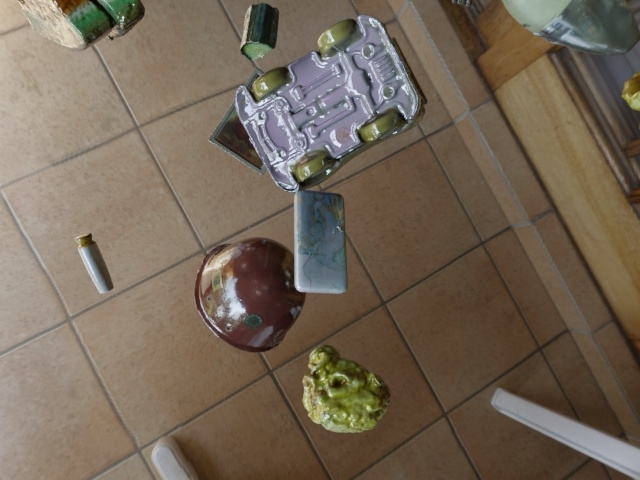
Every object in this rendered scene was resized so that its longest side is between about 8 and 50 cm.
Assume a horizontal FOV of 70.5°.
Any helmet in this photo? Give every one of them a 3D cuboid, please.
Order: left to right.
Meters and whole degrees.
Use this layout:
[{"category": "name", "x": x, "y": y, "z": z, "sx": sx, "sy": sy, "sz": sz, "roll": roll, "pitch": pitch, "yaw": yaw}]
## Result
[{"category": "helmet", "x": -0.170, "y": 0.116, "z": 1.354, "sx": 0.338, "sy": 0.230, "sz": 0.384, "roll": 27, "pitch": 43, "yaw": -28}]

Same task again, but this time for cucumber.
[{"category": "cucumber", "x": -0.157, "y": -0.505, "z": 1.103, "sx": 0.062, "sy": 0.116, "sz": 0.115, "roll": 19, "pitch": 72, "yaw": -38}]

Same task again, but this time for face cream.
[{"category": "face cream", "x": -0.667, "y": 0.067, "z": 1.341, "sx": 0.051, "sy": 0.072, "sz": 0.182, "roll": -18, "pitch": 108, "yaw": -8}]

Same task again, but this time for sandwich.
[{"category": "sandwich", "x": -0.398, "y": -0.392, "z": 0.693, "sx": 0.292, "sy": 0.212, "sz": 0.109, "roll": 35, "pitch": 72, "yaw": 17}]

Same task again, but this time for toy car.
[{"category": "toy car", "x": 0.030, "y": -0.276, "z": 0.944, "sx": 0.336, "sy": 0.226, "sz": 0.242, "roll": -27, "pitch": 94, "yaw": 23}]

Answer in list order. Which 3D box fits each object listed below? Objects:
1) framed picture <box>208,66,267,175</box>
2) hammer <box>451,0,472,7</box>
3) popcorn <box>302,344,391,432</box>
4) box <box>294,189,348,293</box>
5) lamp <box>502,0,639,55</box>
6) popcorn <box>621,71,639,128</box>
[{"category": "framed picture", "x": -0.203, "y": -0.392, "z": 1.504, "sx": 0.211, "sy": 0.020, "sz": 0.289, "roll": 33, "pitch": 88, "yaw": -11}, {"category": "hammer", "x": 0.444, "y": -0.754, "z": 1.247, "sx": 0.058, "sy": 0.292, "sz": 0.029, "roll": 10, "pitch": 78, "yaw": -4}, {"category": "popcorn", "x": 0.056, "y": 0.465, "z": 1.369, "sx": 0.286, "sy": 0.173, "sz": 0.225, "roll": 29, "pitch": 51, "yaw": 20}, {"category": "box", "x": 0.000, "y": 0.000, "z": 1.215, "sx": 0.142, "sy": 0.044, "sz": 0.285, "roll": 4, "pitch": 70, "yaw": -15}, {"category": "lamp", "x": 0.320, "y": -0.318, "z": 0.601, "sx": 0.250, "sy": 0.101, "sz": 0.101, "roll": 26, "pitch": 79, "yaw": -14}, {"category": "popcorn", "x": 0.616, "y": -0.250, "z": 0.750, "sx": 0.197, "sy": 0.197, "sz": 0.155, "roll": -43, "pitch": 104, "yaw": -13}]
